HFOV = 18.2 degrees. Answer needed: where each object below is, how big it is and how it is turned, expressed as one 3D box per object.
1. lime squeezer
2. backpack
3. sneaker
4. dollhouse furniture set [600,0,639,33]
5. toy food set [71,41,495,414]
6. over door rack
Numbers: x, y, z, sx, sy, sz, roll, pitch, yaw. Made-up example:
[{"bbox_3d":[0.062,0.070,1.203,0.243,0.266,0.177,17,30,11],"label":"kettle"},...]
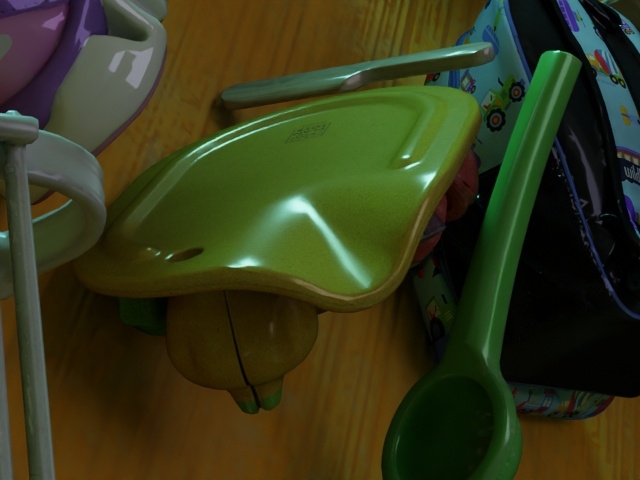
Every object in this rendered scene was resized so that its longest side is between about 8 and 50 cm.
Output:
[{"bbox_3d":[0.069,0.093,0.698,0.110,0.059,0.310,-10,97,-22],"label":"lime squeezer"},{"bbox_3d":[0.101,-0.024,0.857,0.158,0.117,0.173,10,56,-54],"label":"backpack"},{"bbox_3d":[-0.106,-0.127,0.663,0.104,0.095,0.236,31,40,-29],"label":"sneaker"},{"bbox_3d":[0.137,-0.162,0.945,0.174,0.303,0.355,-43,101,-23],"label":"dollhouse furniture set"},{"bbox_3d":[0.000,0.000,0.687,0.218,0.128,0.071,-56,133,-64],"label":"toy food set"},{"bbox_3d":[-0.183,0.060,0.362,0.324,0.108,0.239,15,50,-34],"label":"over door rack"}]
